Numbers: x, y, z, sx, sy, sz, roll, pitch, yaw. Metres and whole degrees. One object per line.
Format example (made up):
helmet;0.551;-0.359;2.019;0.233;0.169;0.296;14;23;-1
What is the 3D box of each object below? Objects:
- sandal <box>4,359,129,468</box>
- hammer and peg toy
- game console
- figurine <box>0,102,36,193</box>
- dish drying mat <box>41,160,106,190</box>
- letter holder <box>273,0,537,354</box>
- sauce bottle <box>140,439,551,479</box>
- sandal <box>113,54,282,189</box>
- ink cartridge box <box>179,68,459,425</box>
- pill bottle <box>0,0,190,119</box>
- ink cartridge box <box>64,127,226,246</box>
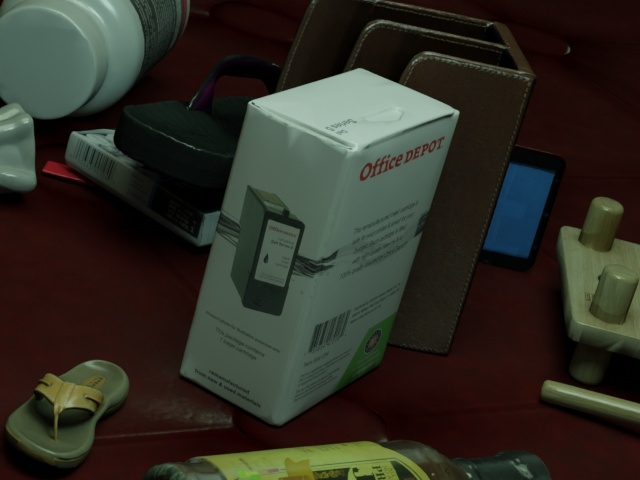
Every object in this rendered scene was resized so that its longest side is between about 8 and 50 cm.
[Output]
sandal;-0.204;0.130;1.511;0.072;0.049;0.180;20;24;9
hammer and peg toy;0.362;0.089;1.862;0.265;0.127;0.361;15;23;-1
game console;0.188;-0.029;1.994;0.085;0.144;0.124;25;25;22
figurine;-0.422;-0.107;1.877;0.209;0.092;0.215;-11;35;-33
dish drying mat;-0.254;-0.068;1.974;0.083;0.008;0.032;14;23;-2
letter holder;0.055;-0.069;1.801;0.214;0.302;0.152;11;24;-11
sauce bottle;0.028;0.206;1.410;0.344;0.111;0.111;-3;30;-34
sandal;-0.077;-0.134;1.990;0.167;0.107;0.446;25;13;10
ink cartridge box;0.000;0.000;1.648;0.114;0.273;0.198;26;25;23
pill bottle;-0.273;-0.246;2.148;0.176;0.176;0.318;18;23;5
ink cartridge box;-0.132;-0.066;1.992;0.206;0.045;0.208;30;23;30
